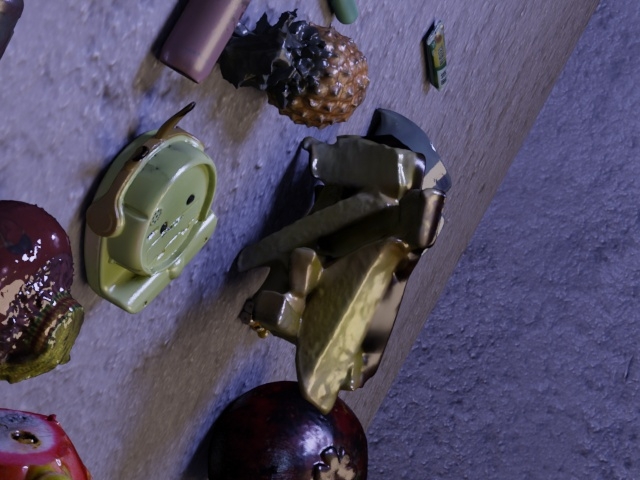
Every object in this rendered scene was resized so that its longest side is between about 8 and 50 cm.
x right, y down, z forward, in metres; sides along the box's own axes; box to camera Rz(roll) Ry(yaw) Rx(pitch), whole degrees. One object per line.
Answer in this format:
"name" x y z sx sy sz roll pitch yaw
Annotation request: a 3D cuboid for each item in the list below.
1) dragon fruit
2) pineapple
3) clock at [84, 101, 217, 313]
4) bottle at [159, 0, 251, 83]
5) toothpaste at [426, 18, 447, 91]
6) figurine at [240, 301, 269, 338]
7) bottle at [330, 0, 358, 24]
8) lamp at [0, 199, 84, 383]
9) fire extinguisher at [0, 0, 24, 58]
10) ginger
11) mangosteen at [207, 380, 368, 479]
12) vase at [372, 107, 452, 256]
"dragon fruit" -0.313 0.272 1.042 0.224 0.224 0.227 -17 116 -68
"pineapple" -0.031 -0.197 1.261 0.128 0.128 0.248 -62 160 8
"clock" -0.173 -0.043 1.170 0.170 0.069 0.232 -49 161 -35
"bottle" -0.104 -0.225 1.094 0.140 0.053 0.053 -61 165 -1
"toothpaste" 0.202 -0.313 1.940 0.049 0.031 0.204 -57 161 -14
"figurine" -0.070 0.110 1.788 0.101 0.068 0.143 -53 151 -7
"bottle" 0.028 -0.303 1.410 0.030 0.030 0.083 -58 164 -7
"lamp" -0.263 0.046 0.928 0.156 0.135 0.157 -53 161 -26
"fire extinguisher" -0.261 -0.111 0.768 0.267 0.072 0.089 -62 159 7
"ginger" 0.000 0.000 1.549 0.413 0.211 0.358 -99 -152 -49
"mangosteen" -0.061 0.387 1.943 0.311 0.311 0.311 -53 163 -24
"vase" 0.087 -0.034 1.856 0.301 0.156 0.251 -51 122 -10
